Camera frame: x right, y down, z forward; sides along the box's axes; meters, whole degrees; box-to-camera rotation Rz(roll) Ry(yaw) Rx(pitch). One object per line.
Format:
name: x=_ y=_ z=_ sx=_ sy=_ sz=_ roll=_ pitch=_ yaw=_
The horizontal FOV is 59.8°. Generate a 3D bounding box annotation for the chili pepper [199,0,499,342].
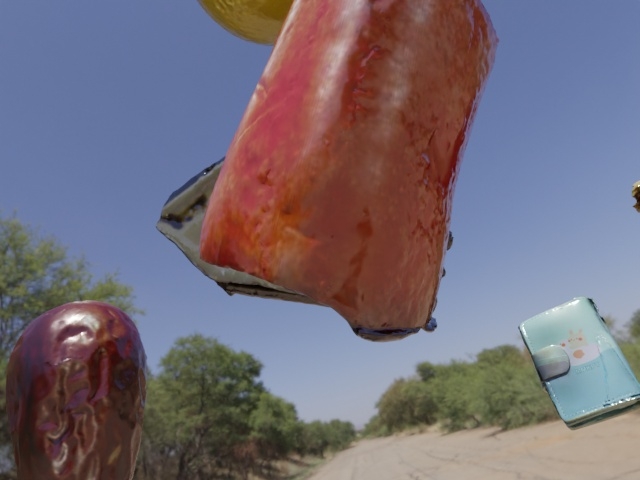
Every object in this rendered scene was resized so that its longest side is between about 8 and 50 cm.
chili pepper: x=0.049 y=-0.086 z=0.492 sx=0.251 sy=0.229 sz=0.306 roll=21 pitch=-86 yaw=-53

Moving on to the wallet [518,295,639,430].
wallet: x=0.537 y=0.252 z=1.161 sx=0.176 sy=0.251 sz=0.075 roll=-28 pitch=-48 yaw=18

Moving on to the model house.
model house: x=0.000 y=0.000 z=0.806 sx=0.317 sy=0.297 sz=0.282 roll=-36 pitch=-17 yaw=10

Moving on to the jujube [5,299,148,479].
jujube: x=-0.382 y=0.258 z=0.882 sx=0.222 sy=0.318 sz=0.223 roll=-8 pitch=-20 yaw=-3

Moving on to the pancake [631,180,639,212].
pancake: x=0.716 y=-0.038 z=0.972 sx=0.266 sy=0.245 sz=0.057 roll=-20 pitch=3 yaw=37

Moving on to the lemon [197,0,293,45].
lemon: x=-0.076 y=-0.430 z=0.810 sx=0.292 sy=0.293 sz=0.293 roll=-15 pitch=-20 yaw=-6
